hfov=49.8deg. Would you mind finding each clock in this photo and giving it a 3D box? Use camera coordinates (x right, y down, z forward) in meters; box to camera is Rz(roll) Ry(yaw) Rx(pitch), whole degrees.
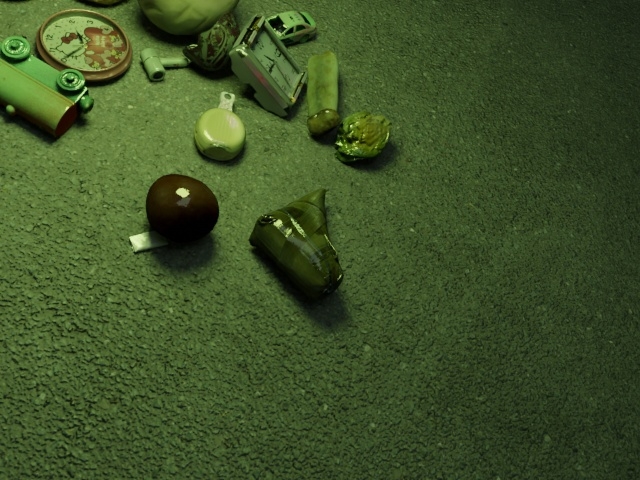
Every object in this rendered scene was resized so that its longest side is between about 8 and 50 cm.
[{"bbox_3d":[-0.146,-0.490,1.951,0.253,0.083,0.186,48,44,-31],"label":"clock"},{"bbox_3d":[-0.623,-0.515,1.828,0.245,0.056,0.244,11,57,-17],"label":"clock"}]

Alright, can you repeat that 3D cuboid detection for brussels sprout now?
[{"bbox_3d":[0.122,-0.295,1.972,0.181,0.100,0.139,-33,85,-37],"label":"brussels sprout"}]

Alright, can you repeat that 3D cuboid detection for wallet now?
[{"bbox_3d":[-0.400,0.001,1.603,0.083,0.011,0.044,-15,65,-29],"label":"wallet"}]

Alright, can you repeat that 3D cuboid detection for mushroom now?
[{"bbox_3d":[-0.360,-0.724,1.949,0.315,0.356,0.314,0,94,4],"label":"mushroom"},{"bbox_3d":[0.009,-0.430,2.014,0.100,0.081,0.312,-10,52,13],"label":"mushroom"}]

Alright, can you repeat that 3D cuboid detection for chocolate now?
[{"bbox_3d":[-0.325,-0.085,1.603,0.177,0.176,0.176,11,55,-16],"label":"chocolate"}]

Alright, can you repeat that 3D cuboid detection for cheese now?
[{"bbox_3d":[-0.262,-0.315,1.841,0.137,0.064,0.227,16,55,-17],"label":"cheese"}]

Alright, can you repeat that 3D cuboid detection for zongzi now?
[{"bbox_3d":[0.000,0.000,1.706,0.251,0.125,0.274,47,47,12],"label":"zongzi"}]

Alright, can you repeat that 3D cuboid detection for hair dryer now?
[{"bbox_3d":[-0.421,-0.486,1.905,0.137,0.047,0.082,-13,65,-37],"label":"hair dryer"}]

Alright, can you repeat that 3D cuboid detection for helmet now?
[{"bbox_3d":[-0.285,-0.540,1.925,0.107,0.177,0.153,54,32,-10],"label":"helmet"}]

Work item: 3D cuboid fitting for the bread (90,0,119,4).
[{"bbox_3d":[-0.632,-0.792,1.961,0.245,0.134,0.244,12,55,-19],"label":"bread"}]

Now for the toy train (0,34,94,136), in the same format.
[{"bbox_3d":[-0.701,-0.369,1.674,0.286,0.116,0.177,31,64,-2],"label":"toy train"}]

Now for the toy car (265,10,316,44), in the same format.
[{"bbox_3d":[-0.114,-0.653,2.122,0.224,0.076,0.090,-25,72,-34],"label":"toy car"}]
